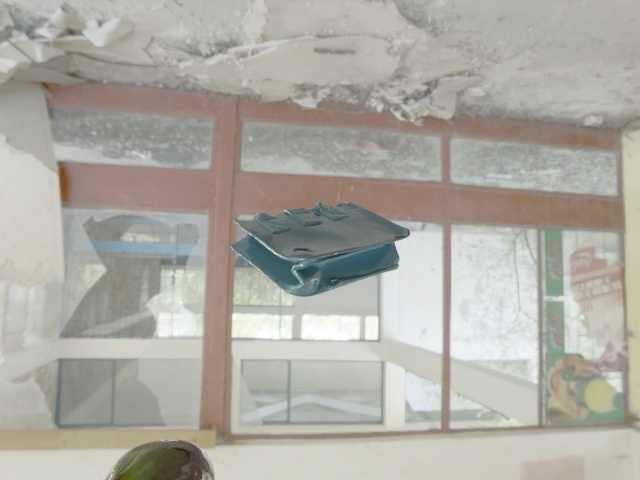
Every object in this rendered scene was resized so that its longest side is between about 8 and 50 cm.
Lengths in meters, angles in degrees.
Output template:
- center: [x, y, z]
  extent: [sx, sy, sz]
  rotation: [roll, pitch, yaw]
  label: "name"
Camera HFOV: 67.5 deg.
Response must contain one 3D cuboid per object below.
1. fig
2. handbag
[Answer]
- center: [-0.177, 0.260, 0.484]
  extent: [0.103, 0.109, 0.154]
  rotation: [16, 178, 30]
  label: "fig"
- center: [0.000, 0.000, 0.718]
  extent: [0.229, 0.062, 0.179]
  rotation: [-13, -148, -40]
  label: "handbag"
